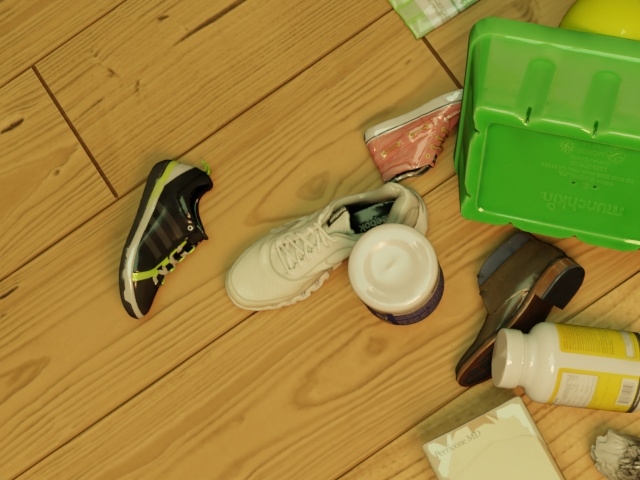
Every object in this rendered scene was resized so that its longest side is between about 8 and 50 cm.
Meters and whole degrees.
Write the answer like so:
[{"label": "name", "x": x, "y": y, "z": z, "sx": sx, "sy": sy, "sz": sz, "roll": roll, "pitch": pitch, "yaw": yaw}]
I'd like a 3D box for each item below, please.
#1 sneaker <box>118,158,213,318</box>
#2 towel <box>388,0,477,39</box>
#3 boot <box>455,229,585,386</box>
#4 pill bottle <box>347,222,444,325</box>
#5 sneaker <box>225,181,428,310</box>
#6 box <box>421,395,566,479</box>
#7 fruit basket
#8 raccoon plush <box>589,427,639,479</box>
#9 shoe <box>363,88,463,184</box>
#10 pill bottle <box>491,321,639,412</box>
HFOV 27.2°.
[{"label": "sneaker", "x": -0.205, "y": -0.003, "z": 1.804, "sx": 0.097, "sy": 0.084, "sz": 0.234, "roll": 12, "pitch": 80, "yaw": 11}, {"label": "towel", "x": 0.167, "y": -0.366, "z": 1.851, "sx": 0.152, "sy": 0.023, "sz": 0.113, "roll": -35, "pitch": 74, "yaw": 1}, {"label": "boot", "x": 0.238, "y": 0.087, "z": 1.730, "sx": 0.219, "sy": 0.082, "sz": 0.106, "roll": -46, "pitch": 50, "yaw": 6}, {"label": "pill bottle", "x": 0.101, "y": 0.050, "z": 1.687, "sx": 0.112, "sy": 0.186, "sz": 0.112, "roll": -2, "pitch": 77, "yaw": 9}, {"label": "sneaker", "x": 0.000, "y": 0.000, "z": 1.753, "sx": 0.292, "sy": 0.118, "sz": 0.110, "roll": -27, "pitch": 77, "yaw": 4}, {"label": "box", "x": 0.259, "y": 0.362, "z": 1.627, "sx": 0.148, "sy": 0.121, "sz": 0.311, "roll": -29, "pitch": 75, "yaw": 3}, {"label": "fruit basket", "x": 0.365, "y": -0.178, "z": 1.696, "sx": 0.392, "sy": 0.282, "sz": 0.392, "roll": 2, "pitch": 36, "yaw": -2}, {"label": "raccoon plush", "x": 0.503, "y": 0.446, "z": 1.580, "sx": 0.446, "sy": 0.216, "sz": 0.299, "roll": 24, "pitch": 97, "yaw": 42}, {"label": "shoe", "x": 0.152, "y": -0.140, "z": 1.787, "sx": 0.178, "sy": 0.063, "sz": 0.081, "roll": -23, "pitch": 77, "yaw": 10}, {"label": "pill bottle", "x": 0.313, "y": 0.156, "z": 1.650, "sx": 0.184, "sy": 0.103, "sz": 0.103, "roll": 7, "pitch": 79, "yaw": -6}]
